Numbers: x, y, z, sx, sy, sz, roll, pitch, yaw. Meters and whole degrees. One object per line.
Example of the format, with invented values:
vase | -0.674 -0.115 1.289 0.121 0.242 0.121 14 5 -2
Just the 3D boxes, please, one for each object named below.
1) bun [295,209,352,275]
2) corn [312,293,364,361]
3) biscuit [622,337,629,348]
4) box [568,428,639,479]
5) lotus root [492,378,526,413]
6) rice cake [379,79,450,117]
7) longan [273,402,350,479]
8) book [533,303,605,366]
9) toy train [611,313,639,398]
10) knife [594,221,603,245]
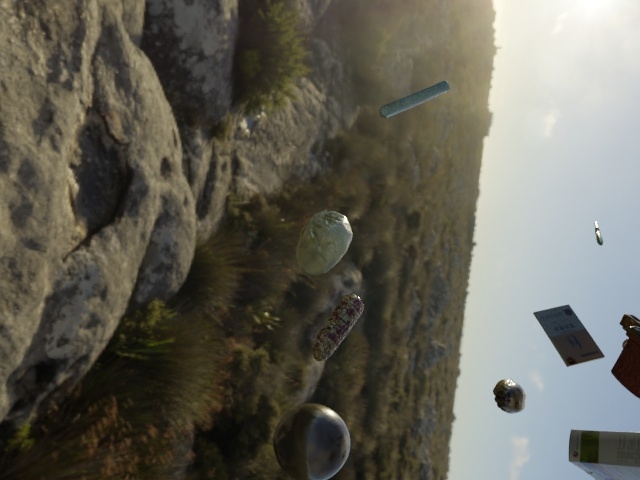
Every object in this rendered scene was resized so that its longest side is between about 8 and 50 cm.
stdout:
bun | 0.000 0.000 1.844 0.229 0.145 0.229 -45 -166 15
corn | 0.059 0.312 2.055 0.290 0.098 0.098 -50 149 -32
biscuit | 1.184 0.427 2.075 0.061 0.055 0.219 -53 -164 10
box | 0.933 0.653 1.701 0.200 0.299 0.106 37 55 -30
lotus root | 0.614 0.506 1.855 0.110 0.097 0.258 68 10 18
rice cake | 0.228 -0.342 1.387 0.042 0.180 0.030 -104 171 -87
longan | -0.029 0.647 1.828 0.258 0.258 0.258 8 90 -75
book | 0.662 0.251 1.522 0.012 0.118 0.172 99 -24 -48
toy train | 0.856 0.275 1.346 0.163 0.369 0.232 -115 -137 -63
knife | 0.973 -0.020 1.995 0.293 0.019 0.043 -37 110 -63
